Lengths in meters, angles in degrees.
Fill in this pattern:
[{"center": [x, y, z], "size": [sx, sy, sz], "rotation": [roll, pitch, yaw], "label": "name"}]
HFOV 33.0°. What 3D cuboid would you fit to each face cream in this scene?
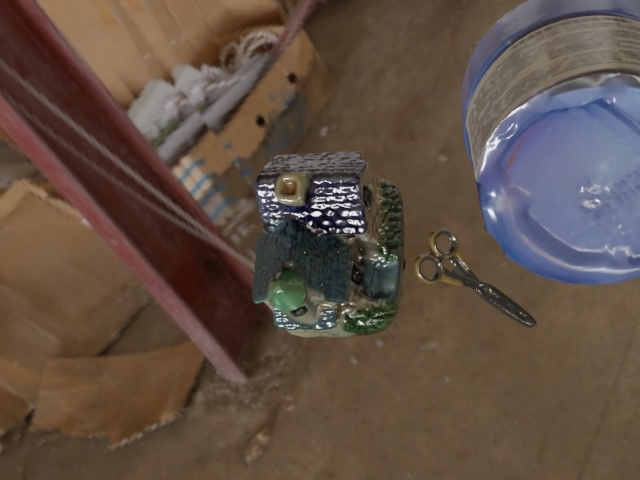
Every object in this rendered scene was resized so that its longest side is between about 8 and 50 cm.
[{"center": [0.271, -0.106, 1.107], "size": [0.249, 0.249, 0.225], "rotation": [-21, 28, 18], "label": "face cream"}]

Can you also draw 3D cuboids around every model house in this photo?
[{"center": [-0.002, -0.001, 1.862], "size": [0.243, 0.284, 0.298], "rotation": [-2, 72, 19], "label": "model house"}]

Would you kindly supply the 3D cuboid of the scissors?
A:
[{"center": [0.238, 0.069, 1.610], "size": [0.088, 0.220, 0.017], "rotation": [-59, 16, -13], "label": "scissors"}]
